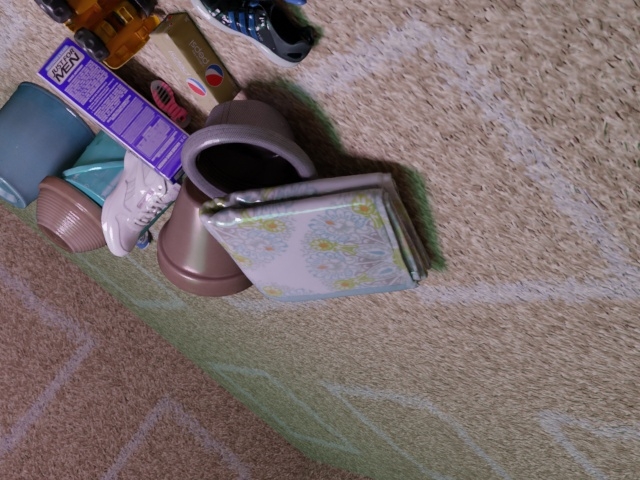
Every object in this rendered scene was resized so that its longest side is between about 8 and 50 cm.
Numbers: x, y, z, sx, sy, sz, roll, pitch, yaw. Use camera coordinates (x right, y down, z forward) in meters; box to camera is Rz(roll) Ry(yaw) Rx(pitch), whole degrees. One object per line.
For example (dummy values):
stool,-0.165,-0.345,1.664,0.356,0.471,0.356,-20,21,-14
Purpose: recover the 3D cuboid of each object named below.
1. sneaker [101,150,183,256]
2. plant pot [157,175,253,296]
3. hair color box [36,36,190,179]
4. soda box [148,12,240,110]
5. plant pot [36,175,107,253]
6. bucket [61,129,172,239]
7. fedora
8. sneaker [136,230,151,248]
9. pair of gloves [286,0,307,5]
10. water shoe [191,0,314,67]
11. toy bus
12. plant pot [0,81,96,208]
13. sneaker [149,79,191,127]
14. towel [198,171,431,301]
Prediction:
sneaker,-0.404,-0.099,1.821,0.152,0.305,0.114,22,-174,20
plant pot,-0.239,-0.038,1.804,0.263,0.263,0.229,29,138,16
hair color box,-0.418,-0.265,1.677,0.339,0.110,0.185,41,175,-6
soda box,-0.226,-0.321,1.433,0.061,0.058,0.181,11,148,44
plant pot,-0.633,-0.045,1.990,0.237,0.109,0.237,30,156,15
bucket,-0.507,-0.139,2.008,0.281,0.183,0.281,29,156,14
fedora,-0.125,-0.165,1.461,0.244,0.124,0.275,-10,149,28
sneaker,-0.589,-0.025,2.472,0.080,0.081,0.211,27,157,16
pair of gloves,-0.090,-0.415,1.112,0.159,0.023,0.198,15,151,38
water shoe,-0.099,-0.347,1.202,0.203,0.073,0.080,29,147,-19
toy bus,-0.423,-0.429,1.409,0.220,0.149,0.211,48,167,-33
plant pot,-0.775,-0.233,2.103,0.272,0.255,0.271,29,157,14
sneaker,-0.324,-0.287,1.659,0.057,0.047,0.119,27,157,49
towel,0.000,0.000,1.523,0.375,0.090,0.320,-8,144,18
